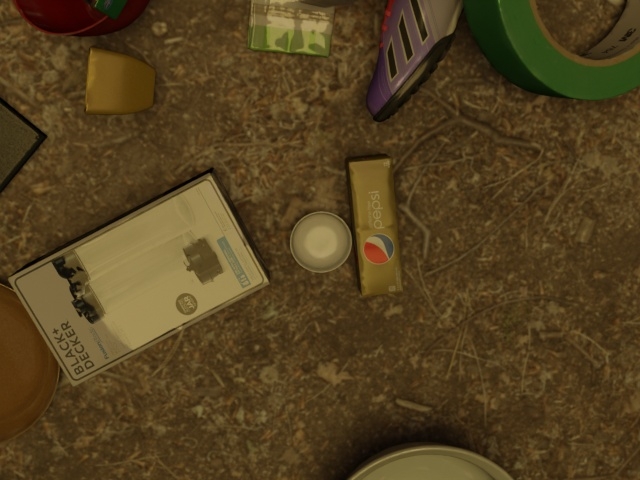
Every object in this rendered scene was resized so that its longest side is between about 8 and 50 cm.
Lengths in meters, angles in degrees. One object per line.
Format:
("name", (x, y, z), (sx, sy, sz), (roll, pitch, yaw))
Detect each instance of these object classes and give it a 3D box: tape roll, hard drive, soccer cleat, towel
("tape roll", (0.324, -0.335, 1.049), (0.321, 0.077, 0.322), (-6, 106, -23))
("hard drive", (-0.432, -0.114, 1.110), (0.094, 0.022, 0.135), (40, 95, -10))
("soccer cleat", (0.127, -0.301, 1.080), (0.116, 0.108, 0.318), (31, 92, -7))
("towel", (-0.034, -0.316, 1.104), (0.113, 0.023, 0.152), (4, 100, -4))

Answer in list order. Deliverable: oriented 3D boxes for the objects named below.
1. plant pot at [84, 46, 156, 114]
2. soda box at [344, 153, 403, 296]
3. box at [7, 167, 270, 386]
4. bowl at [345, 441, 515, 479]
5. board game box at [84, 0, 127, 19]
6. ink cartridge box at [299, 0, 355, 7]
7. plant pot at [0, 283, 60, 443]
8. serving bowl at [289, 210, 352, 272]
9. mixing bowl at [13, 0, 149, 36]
("plant pot", (-0.251, -0.197, 1.083), (0.083, 0.081, 0.082), (3, 100, -17))
("soda box", (0.071, -0.022, 1.145), (0.058, 0.061, 0.181), (-7, 100, -2))
("box", (-0.229, 0.046, 1.121), (0.289, 0.087, 0.169), (-26, 101, 1))
("bowl", (0.136, 0.395, 1.188), (0.297, 0.134, 0.298), (-1, 101, -4))
("board game box", (-0.300, -0.416, 0.980), (0.317, 0.046, 0.214), (35, 96, 21))
("ink cartridge box", (0.097, -0.422, 0.974), (0.296, 0.066, 0.261), (-2, 93, 36))
("plant pot", (-0.466, 0.161, 1.152), (0.236, 0.032, 0.237), (-1, 100, -5))
("serving bowl", (0.000, 0.000, 1.161), (0.083, 0.027, 0.083), (-1, 101, -4))
("mixing bowl", (-0.268, -0.319, 1.033), (0.181, 0.098, 0.182), (-2, 84, 21))
